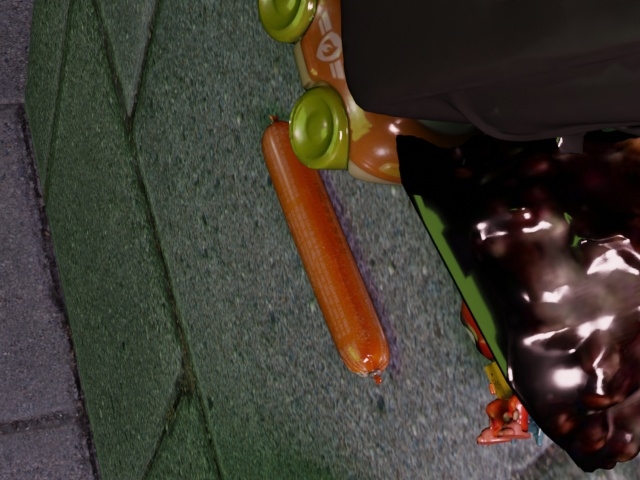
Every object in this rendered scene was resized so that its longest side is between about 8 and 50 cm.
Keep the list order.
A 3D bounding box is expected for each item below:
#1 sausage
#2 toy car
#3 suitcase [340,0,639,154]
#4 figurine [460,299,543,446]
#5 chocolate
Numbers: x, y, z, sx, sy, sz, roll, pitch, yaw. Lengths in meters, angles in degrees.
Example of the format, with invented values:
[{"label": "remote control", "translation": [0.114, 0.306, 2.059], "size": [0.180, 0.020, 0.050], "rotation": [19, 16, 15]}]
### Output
[{"label": "sausage", "translation": [0.000, 0.000, 1.107], "size": [0.053, 0.053, 0.347], "rotation": [113, 143, -49]}, {"label": "toy car", "translation": [0.079, -0.165, 0.806], "size": [0.235, 0.145, 0.235], "rotation": [3, 94, 51]}, {"label": "suitcase", "translation": [0.147, -0.210, 0.478], "size": [0.345, 0.188, 0.339], "rotation": [-3, 90, 54]}, {"label": "figurine", "translation": [0.145, 0.078, 0.769], "size": [0.068, 0.075, 0.140], "rotation": [130, 140, -62]}, {"label": "chocolate", "translation": [0.184, 0.000, 0.620], "size": [0.177, 0.206, 0.224], "rotation": [-30, 72, 17]}]
